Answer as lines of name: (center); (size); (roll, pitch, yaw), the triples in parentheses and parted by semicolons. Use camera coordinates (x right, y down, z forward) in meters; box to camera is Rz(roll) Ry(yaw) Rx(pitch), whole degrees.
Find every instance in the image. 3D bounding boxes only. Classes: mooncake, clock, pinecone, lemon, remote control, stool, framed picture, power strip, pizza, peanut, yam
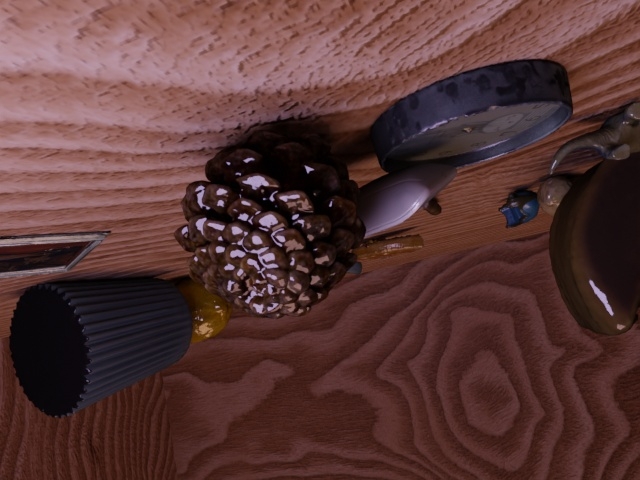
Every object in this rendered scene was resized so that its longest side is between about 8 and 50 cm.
mooncake: (0.628, 0.008, 0.875); (0.393, 0.394, 0.246); (21, 178, 11)
clock: (0.163, -0.124, 0.549); (0.214, 0.042, 0.215); (-11, 172, -2)
pinecone: (-0.040, -0.024, 0.503); (0.184, 0.205, 0.179); (-16, 127, 42)
lemon: (-0.386, 0.214, 1.528); (0.259, 0.205, 0.204); (-13, 172, 30)
remote control: (0.021, -0.026, 0.637); (0.312, 0.055, 0.109); (-22, -171, 41)
stool: (-0.521, 0.235, 1.225); (0.296, 0.298, 0.330); (-16, 175, 28)
framed picture: (-0.482, 0.031, 0.794); (0.216, 0.016, 0.273); (-5, 169, -38)
power strip: (0.019, 0.080, 1.613); (0.215, 0.044, 0.137); (0, 171, 41)
pizza: (0.190, 0.018, 1.495); (0.127, 0.058, 0.246); (6, 166, -43)
peanut: (0.553, -0.094, 1.112); (0.214, 0.090, 0.099); (1, 127, -46)
yam: (0.229, -0.072, 1.037); (0.032, 0.032, 0.145); (-15, 172, 22)

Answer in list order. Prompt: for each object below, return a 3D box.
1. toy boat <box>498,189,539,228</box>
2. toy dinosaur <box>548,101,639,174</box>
toy boat: (0.468, -0.076, 1.190); (0.077, 0.075, 0.185); (-21, 169, 3)
toy dinosaur: (0.433, -0.145, 0.721); (0.247, 0.075, 0.188); (-19, 178, 8)
